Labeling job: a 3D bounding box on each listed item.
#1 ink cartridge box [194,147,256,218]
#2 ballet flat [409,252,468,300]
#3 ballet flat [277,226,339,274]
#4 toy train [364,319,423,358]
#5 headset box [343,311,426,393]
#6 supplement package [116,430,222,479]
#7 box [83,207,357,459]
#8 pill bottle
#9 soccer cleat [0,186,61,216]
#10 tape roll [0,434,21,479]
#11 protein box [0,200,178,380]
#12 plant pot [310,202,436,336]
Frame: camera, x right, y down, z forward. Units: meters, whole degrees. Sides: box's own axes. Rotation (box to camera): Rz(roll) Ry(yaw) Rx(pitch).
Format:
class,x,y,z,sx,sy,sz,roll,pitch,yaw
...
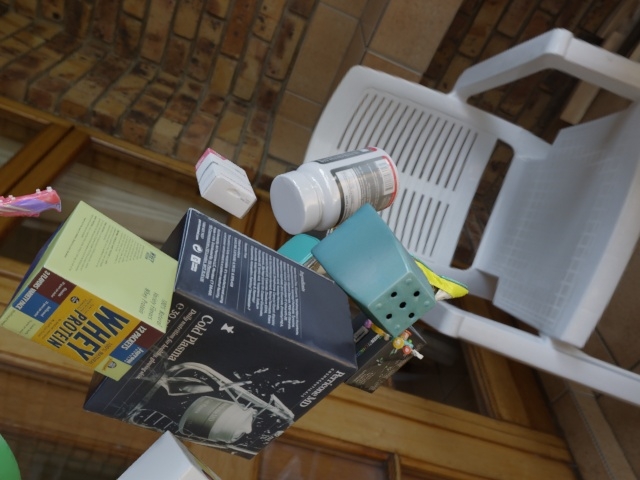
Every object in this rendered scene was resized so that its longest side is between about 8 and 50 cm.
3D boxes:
class,x,y,z,sx,sy,sz,roll,pitch,yaw
ink cartridge box,-0.309,-0.186,1.662,0.092,0.158,0.218,-50,34,13
ballet flat,0.267,0.106,1.263,0.077,0.230,0.077,7,71,60
ballet flat,0.000,0.000,1.726,0.164,0.182,0.483,21,71,46
toy train,0.177,0.218,1.238,0.166,0.125,0.046,31,93,42
headset box,0.163,0.320,1.555,0.246,0.283,0.131,-44,59,3
supplement package,-0.268,0.531,1.043,0.134,0.244,0.139,-43,35,-19
box,-0.245,0.258,1.292,0.480,0.471,0.298,-48,30,28
pill bottle,0.034,-0.116,1.200,0.161,0.283,0.162,29,128,44
soccer cleat,-1.031,-0.113,1.774,0.083,0.247,0.095,31,134,57
tape roll,-0.836,0.522,1.169,0.322,0.321,0.077,-65,-9,22
protein box,-0.368,0.081,0.852,0.136,0.201,0.200,-43,29,18
plant pot,0.119,0.072,1.043,0.165,0.166,0.234,-40,31,3
